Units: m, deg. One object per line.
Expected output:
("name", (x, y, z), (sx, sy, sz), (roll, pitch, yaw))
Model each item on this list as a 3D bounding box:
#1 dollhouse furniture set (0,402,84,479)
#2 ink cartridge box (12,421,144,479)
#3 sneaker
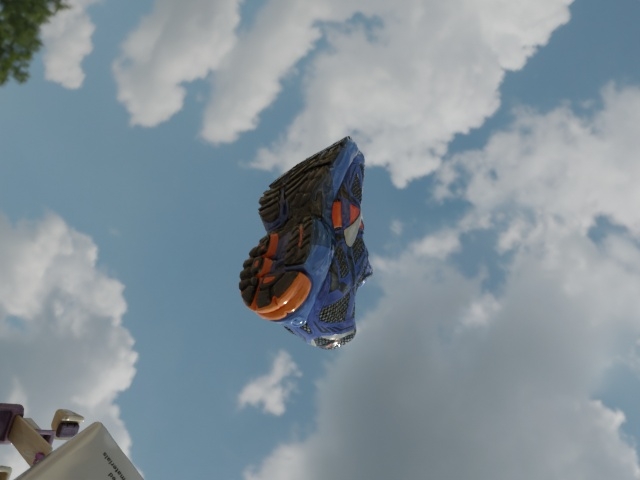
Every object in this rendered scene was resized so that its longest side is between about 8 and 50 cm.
("dollhouse furniture set", (-0.241, 0.203, 0.729), (0.081, 0.091, 0.114), (25, -83, 44))
("ink cartridge box", (-0.195, 0.205, 0.460), (0.153, 0.087, 0.208), (-36, -179, 37))
("sneaker", (0.000, 0.000, 0.688), (0.083, 0.087, 0.221), (-24, -151, 30))
